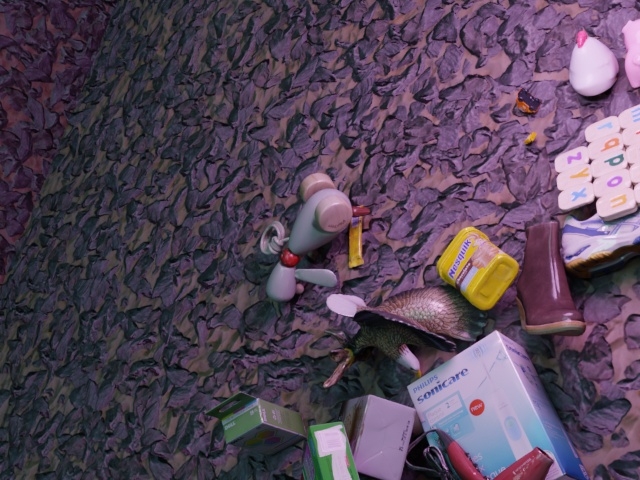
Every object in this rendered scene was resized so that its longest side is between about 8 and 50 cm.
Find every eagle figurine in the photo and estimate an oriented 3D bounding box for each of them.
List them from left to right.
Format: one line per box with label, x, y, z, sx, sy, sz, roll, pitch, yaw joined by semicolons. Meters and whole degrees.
eagle figurine;0.163;0.184;1.718;0.298;0.225;0.226;-34;37;35

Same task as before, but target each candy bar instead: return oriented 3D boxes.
candy bar;0.085;-0.013;1.990;0.040;0.018;0.161;-17;58;33

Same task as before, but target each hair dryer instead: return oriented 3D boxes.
hair dryer;0.256;0.406;1.418;0.293;0.080;0.224;-22;56;34

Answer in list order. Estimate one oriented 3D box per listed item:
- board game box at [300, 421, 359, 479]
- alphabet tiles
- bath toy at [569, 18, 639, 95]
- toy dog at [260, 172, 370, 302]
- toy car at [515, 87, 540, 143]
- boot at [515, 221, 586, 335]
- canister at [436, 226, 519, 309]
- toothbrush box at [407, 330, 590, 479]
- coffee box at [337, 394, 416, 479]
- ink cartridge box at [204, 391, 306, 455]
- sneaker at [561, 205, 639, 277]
board game box;0.020;0.523;1.525;0.242;0.064;0.316;-109;20;-46
alphabet tiles;0.581;-0.152;1.589;0.278;0.021;0.284;-23;35;28
bath toy;0.652;-0.384;1.642;0.348;0.129;0.151;-8;30;36
toy dog;0.000;0.000;1.975;0.334;0.161;0.220;-49;38;43
toy car;0.435;-0.266;1.810;0.040;0.060;0.122;-39;32;61
boot;0.414;0.068;1.534;0.090;0.248;0.207;3;87;-5
canister;0.314;0.055;1.685;0.126;0.073;0.170;-55;22;7
toothbrush box;0.319;0.351;1.539;0.216;0.126;0.295;-36;49;21
coffee box;0.094;0.386;1.630;0.246;0.098;0.141;126;162;-73
ink cartridge box;-0.139;0.402;1.828;0.109;0.209;0.062;-33;51;23
sneaker;0.577;-0.034;1.535;0.296;0.112;0.131;-19;57;31
